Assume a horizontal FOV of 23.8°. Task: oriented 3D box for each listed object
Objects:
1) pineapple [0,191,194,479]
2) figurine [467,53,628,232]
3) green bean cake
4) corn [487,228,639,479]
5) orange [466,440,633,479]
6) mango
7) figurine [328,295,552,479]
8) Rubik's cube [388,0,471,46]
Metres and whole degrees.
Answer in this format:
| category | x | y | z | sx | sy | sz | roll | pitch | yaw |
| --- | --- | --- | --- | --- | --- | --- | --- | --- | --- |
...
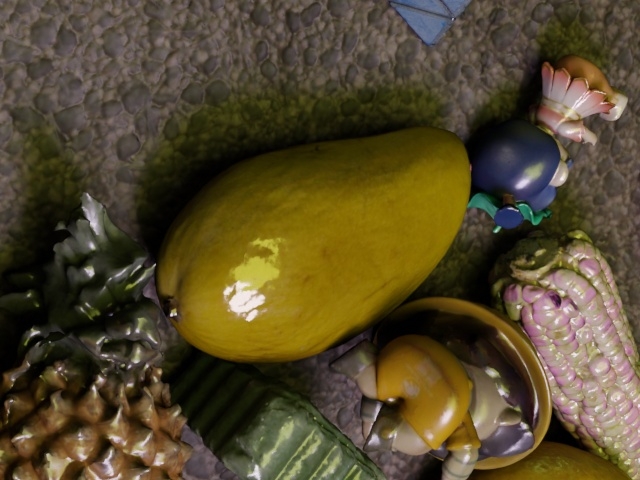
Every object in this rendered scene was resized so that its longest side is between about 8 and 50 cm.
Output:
| category | x | y | z | sx | sy | sz | roll | pitch | yaw |
| --- | --- | --- | --- | --- | --- | --- | --- | --- | --- |
| pineapple | -0.207 | 0.132 | 1.286 | 0.223 | 0.223 | 0.357 | 4 | 97 | -30 |
| figurine | 0.210 | -0.099 | 1.496 | 0.195 | 0.111 | 0.102 | -57 | 140 | -5 |
| green bean cake | -0.041 | 0.191 | 1.398 | 0.094 | 0.185 | 0.183 | -51 | 123 | -10 |
| corn | 0.281 | 0.133 | 1.591 | 0.126 | 0.126 | 0.335 | -38 | 121 | -13 |
| orange | 0.229 | 0.345 | 1.567 | 0.279 | 0.235 | 0.279 | -11 | 111 | -32 |
| mango | -0.002 | 0.008 | 1.383 | 0.331 | 0.142 | 0.195 | -13 | 117 | -32 |
| figurine | 0.123 | 0.139 | 1.441 | 0.167 | 0.192 | 0.257 | -46 | 168 | 9 |
| Rubik's cube | 0.092 | -0.271 | 1.323 | 0.190 | 0.178 | 0.211 | 5 | 103 | -27 |
